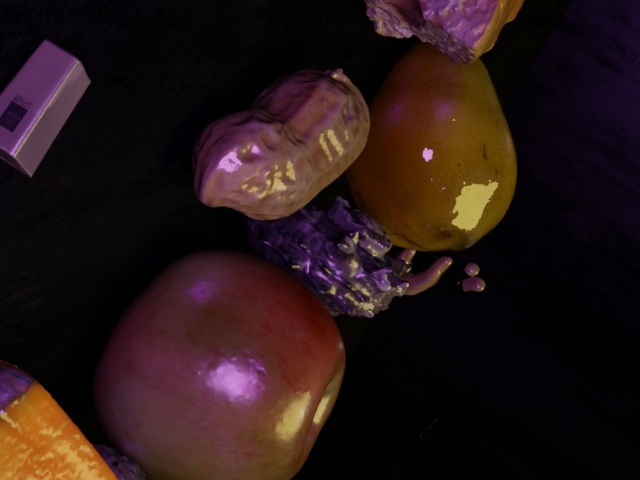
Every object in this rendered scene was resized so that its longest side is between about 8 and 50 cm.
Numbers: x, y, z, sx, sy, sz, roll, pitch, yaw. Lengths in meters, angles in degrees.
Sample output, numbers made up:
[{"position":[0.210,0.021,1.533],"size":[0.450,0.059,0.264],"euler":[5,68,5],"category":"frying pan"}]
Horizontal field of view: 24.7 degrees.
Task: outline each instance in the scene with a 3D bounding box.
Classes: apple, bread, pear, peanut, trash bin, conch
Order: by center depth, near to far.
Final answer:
[{"position":[-0.222,-0.104,1.135],"size":[0.092,0.043,0.061],"euler":[-58,170,-11],"category":"trash bin"},{"position":[-0.043,-0.111,1.673],"size":[0.153,0.140,0.325],"euler":[-51,172,30],"category":"peanut"},{"position":[-0.116,0.169,1.805],"size":[0.319,0.277,0.319],"euler":[-53,167,-18],"category":"apple"},{"position":[0.173,-0.346,1.840],"size":[0.211,0.183,0.224],"euler":[-61,172,-2],"category":"bread"},{"position":[0.007,0.011,1.988],"size":[0.313,0.240,0.186],"euler":[3,-100,66],"category":"conch"},{"position":[0.181,-0.147,2.261],"size":[0.285,0.284,0.336],"euler":[-15,125,-75],"category":"pear"}]

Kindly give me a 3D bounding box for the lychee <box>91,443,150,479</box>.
[{"position":[-0.290,0.351,1.657],"size":[0.255,0.274,0.255],"euler":[-32,146,-24],"category":"lychee"}]

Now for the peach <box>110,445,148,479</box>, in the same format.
[{"position":[-0.213,0.348,2.143],"size":[0.231,0.231,0.231],"euler":[-53,170,-14],"category":"peach"}]

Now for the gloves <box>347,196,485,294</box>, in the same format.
[{"position":[0.158,0.018,2.613],"size":[0.197,0.301,0.152],"euler":[-51,149,-33],"category":"gloves"}]

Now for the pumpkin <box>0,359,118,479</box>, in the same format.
[{"position":[-0.311,0.234,1.196],"size":[0.225,0.256,0.303],"euler":[-55,-166,-28],"category":"pumpkin"}]
